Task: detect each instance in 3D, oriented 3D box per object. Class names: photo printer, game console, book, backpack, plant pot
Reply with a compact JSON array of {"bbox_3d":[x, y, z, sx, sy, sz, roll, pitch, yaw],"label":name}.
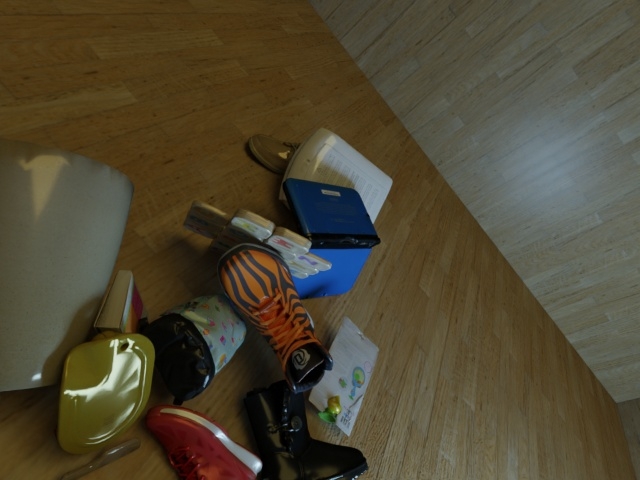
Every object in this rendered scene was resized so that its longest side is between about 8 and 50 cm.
[{"bbox_3d":[0.040,-0.152,1.198,0.308,0.107,0.255,31,81,-30],"label":"photo printer"},{"bbox_3d":[0.000,0.000,1.062,0.293,0.173,0.250,1,62,-50],"label":"game console"},{"bbox_3d":[-0.300,0.125,0.644,0.035,0.144,0.096,4,51,-7],"label":"book"},{"bbox_3d":[-0.206,0.167,0.707,0.182,0.115,0.151,-52,120,-79],"label":"backpack"},{"bbox_3d":[-0.389,0.046,0.537,0.257,0.257,0.273,10,72,-45],"label":"plant pot"}]

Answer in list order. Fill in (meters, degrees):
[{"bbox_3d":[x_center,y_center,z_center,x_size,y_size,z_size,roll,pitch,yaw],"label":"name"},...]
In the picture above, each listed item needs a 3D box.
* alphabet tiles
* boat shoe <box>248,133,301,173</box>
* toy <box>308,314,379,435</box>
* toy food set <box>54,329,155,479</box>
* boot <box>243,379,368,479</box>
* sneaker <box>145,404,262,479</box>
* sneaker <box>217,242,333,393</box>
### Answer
[{"bbox_3d":[-0.129,0.012,0.808,0.278,0.284,0.021,27,69,-17],"label":"alphabet tiles"},{"bbox_3d":[-0.075,-0.253,1.242,0.302,0.098,0.109,20,48,-39],"label":"boat shoe"},{"bbox_3d":[0.048,0.311,0.969,0.137,0.056,0.237,47,41,-17],"label":"toy"},{"bbox_3d":[-0.307,0.209,0.565,0.071,0.217,0.128,24,19,28],"label":"toy food set"},{"bbox_3d":[-0.024,0.369,0.802,0.247,0.094,0.207,5,62,-40],"label":"boot"},{"bbox_3d":[-0.190,0.354,0.630,0.221,0.087,0.128,40,37,-18],"label":"sneaker"},{"bbox_3d":[-0.060,0.150,0.746,0.321,0.125,0.180,58,-5,-38],"label":"sneaker"}]
